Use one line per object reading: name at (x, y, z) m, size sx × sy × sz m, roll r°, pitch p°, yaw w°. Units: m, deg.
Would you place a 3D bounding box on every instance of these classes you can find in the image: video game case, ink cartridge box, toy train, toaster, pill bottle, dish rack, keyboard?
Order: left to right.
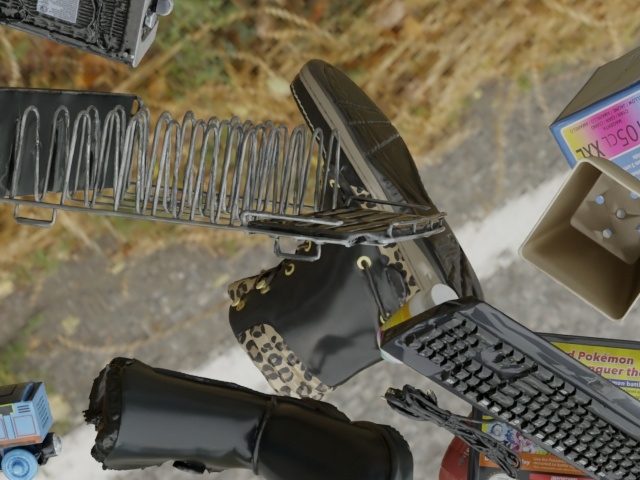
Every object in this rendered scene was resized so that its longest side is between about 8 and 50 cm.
toy train at (-0.389, 0.224, 1.779) m, size 0.184 × 0.080 × 0.105 m, roll -9°, pitch 104°, yaw 6°
toaster at (-0.228, -0.273, 1.482) m, size 0.110 × 0.185 × 0.168 m, roll -61°, pitch 167°, yaw -61°
dish rack at (-0.066, -0.041, 0.907) m, size 0.208 × 0.271 × 0.074 m, roll -16°, pitch 113°, yaw -71°
pill bottle at (0.089, 0.073, 1.399) m, size 0.043 × 0.043 × 0.083 m, roll -7°, pitch 152°, yaw -40°
keyboard at (0.181, 0.157, 1.390) m, size 0.317 × 0.033 × 0.201 m, roll 33°, pitch 143°, yaw -23°
video game case at (0.293, 0.227, 1.641) m, size 0.274 × 0.248 × 0.035 m, roll 5°, pitch 173°, yaw -1°
ink cartridge box at (0.458, -0.035, 1.872) m, size 0.151 × 0.395 × 0.270 m, roll -27°, pitch -172°, yaw 31°

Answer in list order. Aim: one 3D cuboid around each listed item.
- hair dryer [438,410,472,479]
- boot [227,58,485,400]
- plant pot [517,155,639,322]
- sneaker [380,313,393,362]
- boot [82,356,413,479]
hair dryer at (0.208, 0.257, 1.814) m, size 0.223 × 0.080 × 0.293 m, roll -28°, pitch 137°, yaw -51°
boot at (0.000, 0.000, 1.907) m, size 0.284 × 0.377 × 0.138 m, roll -35°, pitch 171°, yaw 25°
plant pot at (0.255, -0.012, 1.376) m, size 0.109 × 0.109 × 0.096 m, roll -59°, pitch 171°, yaw 24°
sneaker at (0.112, 0.103, 1.644) m, size 0.038 × 0.098 × 0.069 m, roll -44°, pitch 144°, yaw -60°
boot at (-0.064, 0.158, 1.176) m, size 0.207 × 0.246 × 0.094 m, roll 11°, pitch 94°, yaw -21°
